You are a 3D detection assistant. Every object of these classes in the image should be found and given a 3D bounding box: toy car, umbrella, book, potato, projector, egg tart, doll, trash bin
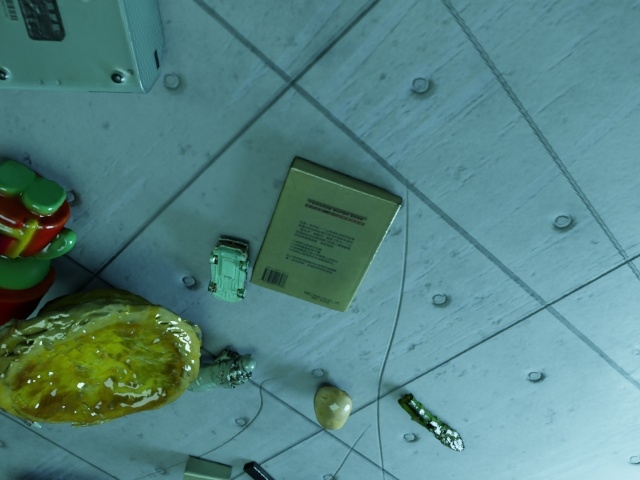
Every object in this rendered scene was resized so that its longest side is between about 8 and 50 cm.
[{"bbox_3d":[-0.138,0.050,1.135,0.059,0.035,0.122,12,139,1],"label":"toy car"},{"bbox_3d":[-0.170,0.223,1.277,0.143,0.062,0.067,-21,92,27],"label":"umbrella"},{"bbox_3d":[0.000,0.000,1.071,0.161,0.026,0.231,19,131,-6],"label":"book"},{"bbox_3d":[0.021,0.288,1.287,0.068,0.062,0.083,18,106,32],"label":"potato"},{"bbox_3d":[-0.296,-0.288,0.832,0.198,0.108,0.251,4,130,7],"label":"projector"},{"bbox_3d":[-0.350,0.172,1.182,0.341,0.129,0.341,-10,143,-7],"label":"egg tart"},{"bbox_3d":[-0.495,0.043,1.118,0.182,0.160,0.363,28,130,-17],"label":"doll"},{"bbox_3d":[-0.227,0.474,1.505,0.092,0.043,0.061,13,131,-1],"label":"trash bin"}]

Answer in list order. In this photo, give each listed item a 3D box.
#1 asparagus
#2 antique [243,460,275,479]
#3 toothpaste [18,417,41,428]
[{"bbox_3d":[0.197,0.318,1.297,0.165,0.030,0.036,41,98,-21],"label":"asparagus"},{"bbox_3d":[-0.090,0.509,1.526,0.031,0.015,0.192,-22,122,28],"label":"antique"},{"bbox_3d":[-0.603,0.328,1.473,0.037,0.021,0.140,-29,117,28],"label":"toothpaste"}]
